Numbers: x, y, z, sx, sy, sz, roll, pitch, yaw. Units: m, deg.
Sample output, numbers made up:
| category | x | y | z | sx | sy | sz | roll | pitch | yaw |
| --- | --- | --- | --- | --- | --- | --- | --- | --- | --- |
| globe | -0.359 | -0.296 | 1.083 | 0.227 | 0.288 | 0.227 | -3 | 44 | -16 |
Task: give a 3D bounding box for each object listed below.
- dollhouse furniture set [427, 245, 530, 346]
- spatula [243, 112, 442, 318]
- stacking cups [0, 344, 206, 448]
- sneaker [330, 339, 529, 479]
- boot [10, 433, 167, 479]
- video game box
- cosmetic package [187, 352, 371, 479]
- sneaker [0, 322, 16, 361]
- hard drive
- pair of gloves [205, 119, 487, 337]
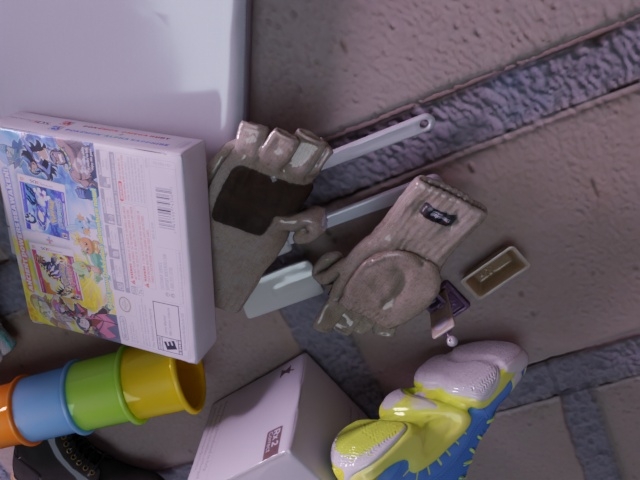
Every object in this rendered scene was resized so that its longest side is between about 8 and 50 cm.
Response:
| category | x | y | z | sx | sy | sz | roll | pitch | yaw |
| --- | --- | --- | --- | --- | --- | --- | --- | --- | --- |
| dollhouse furniture set | 0.142 | 0.044 | 0.641 | 0.114 | 0.081 | 0.091 | -39 | 109 | 21 |
| spatula | 0.011 | -0.022 | 0.623 | 0.242 | 0.019 | 0.168 | -20 | 121 | 5 |
| stacking cups | -0.290 | 0.175 | 0.726 | 0.317 | 0.096 | 0.096 | -13 | 116 | 8 |
| sneaker | 0.126 | 0.203 | 0.681 | 0.240 | 0.091 | 0.126 | -27 | 109 | -17 |
| boot | -0.285 | 0.260 | 0.795 | 0.198 | 0.077 | 0.136 | 5 | 113 | 0 |
| video game box | -0.188 | -0.001 | 0.583 | 0.187 | 0.048 | 0.205 | 10 | 119 | 14 |
| cosmetic package | -0.025 | 0.259 | 0.728 | 0.151 | 0.151 | 0.183 | -33 | 110 | 21 |
| sneaker | -0.382 | 0.095 | 0.719 | 0.094 | 0.080 | 0.212 | 16 | 126 | -18 |
| hard drive | -0.181 | -0.136 | 0.588 | 0.233 | 0.047 | 0.352 | 6 | 118 | 1 |
| pair of gloves | 0.000 | 0.000 | 0.595 | 0.240 | 0.042 | 0.204 | 18 | 125 | -10 |
